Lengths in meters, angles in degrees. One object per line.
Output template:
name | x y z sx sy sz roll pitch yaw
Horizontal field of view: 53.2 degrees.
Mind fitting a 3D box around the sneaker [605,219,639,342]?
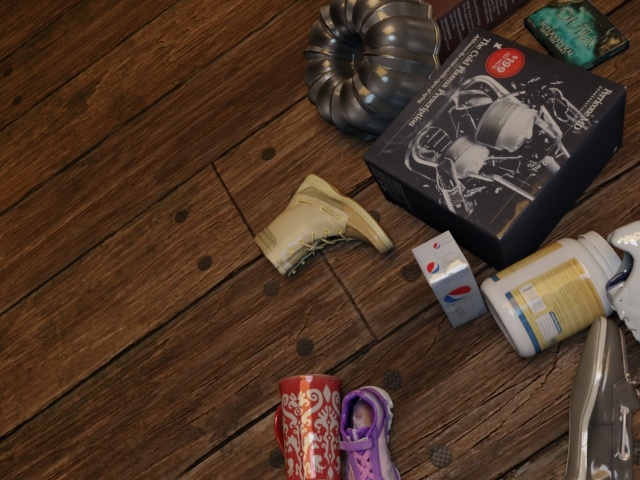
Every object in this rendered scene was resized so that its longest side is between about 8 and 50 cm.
sneaker | 0.487 0.100 0.936 0.129 0.111 0.297 -9 101 10

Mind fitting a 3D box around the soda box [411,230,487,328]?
soda box | 0.219 0.071 1.064 0.069 0.216 0.074 -28 58 7

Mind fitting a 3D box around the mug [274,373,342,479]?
mug | -0.017 0.334 1.105 0.113 0.150 0.169 2 62 -11

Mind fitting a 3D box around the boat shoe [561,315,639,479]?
boat shoe | 0.421 0.283 0.935 0.096 0.112 0.335 11 80 9

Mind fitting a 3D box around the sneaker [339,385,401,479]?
sneaker | 0.074 0.349 1.051 0.095 0.104 0.236 -12 62 16

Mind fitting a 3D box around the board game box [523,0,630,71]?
board game box | 0.520 -0.426 1.306 0.126 0.026 0.186 -29 57 7

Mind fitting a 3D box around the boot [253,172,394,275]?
boot | 0.000 0.000 1.266 0.203 0.095 0.262 -47 55 -6

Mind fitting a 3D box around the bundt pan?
bundt pan | 0.082 -0.371 1.307 0.331 0.124 0.330 2 93 49

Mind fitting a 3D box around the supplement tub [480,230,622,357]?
supplement tub | 0.378 0.085 1.032 0.200 0.144 0.144 -29 57 6

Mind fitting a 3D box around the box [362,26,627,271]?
box | 0.317 -0.167 1.169 0.312 0.179 0.343 36 83 32

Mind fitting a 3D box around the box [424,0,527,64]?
box | 0.295 -0.543 1.397 0.381 0.143 0.191 -36 56 0
